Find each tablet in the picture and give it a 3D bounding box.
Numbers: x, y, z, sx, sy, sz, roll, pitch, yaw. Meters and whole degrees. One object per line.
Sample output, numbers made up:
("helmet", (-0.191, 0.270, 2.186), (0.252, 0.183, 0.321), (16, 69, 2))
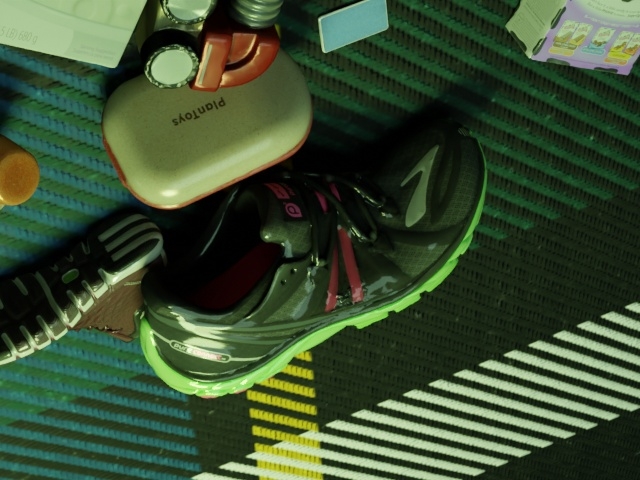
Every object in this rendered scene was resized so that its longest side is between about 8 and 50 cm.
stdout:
("tablet", (0.037, -0.246, 1.861), (0.083, 0.006, 0.054), (-23, 140, -12))

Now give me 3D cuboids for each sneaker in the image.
("sneaker", (0.000, 0.000, 1.930), (0.483, 0.185, 0.202), (-35, 139, -15))
("sneaker", (-0.288, 0.096, 1.939), (0.281, 0.106, 0.162), (-30, 144, -3))

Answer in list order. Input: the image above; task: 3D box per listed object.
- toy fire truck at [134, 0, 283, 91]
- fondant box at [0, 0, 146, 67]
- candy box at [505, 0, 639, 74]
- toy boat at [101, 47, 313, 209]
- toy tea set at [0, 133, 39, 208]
("toy fire truck", (-0.060, -0.271, 1.685), (0.246, 0.158, 0.217), (3, 130, -21))
("fondant box", (-0.239, -0.338, 1.490), (0.238, 0.096, 0.330), (9, 118, -38))
("candy box", (0.341, -0.301, 1.947), (0.165, 0.070, 0.196), (5, 129, -36))
("toy boat", (-0.121, -0.124, 1.810), (0.231, 0.151, 0.151), (-25, 171, -7))
("toy tea set", (-0.439, -0.093, 1.625), (0.336, 0.124, 0.200), (40, 75, -45))
